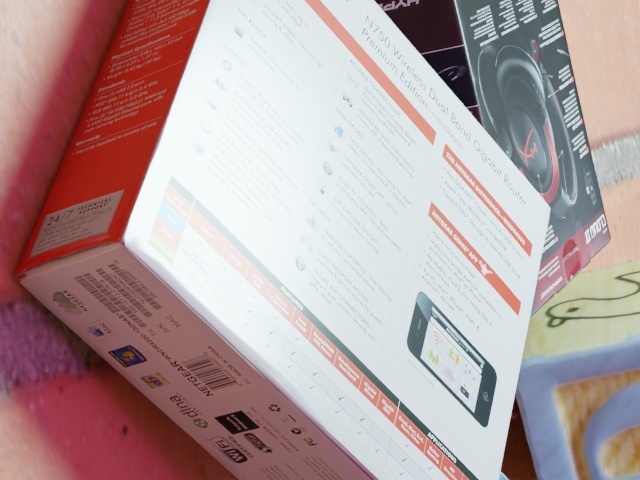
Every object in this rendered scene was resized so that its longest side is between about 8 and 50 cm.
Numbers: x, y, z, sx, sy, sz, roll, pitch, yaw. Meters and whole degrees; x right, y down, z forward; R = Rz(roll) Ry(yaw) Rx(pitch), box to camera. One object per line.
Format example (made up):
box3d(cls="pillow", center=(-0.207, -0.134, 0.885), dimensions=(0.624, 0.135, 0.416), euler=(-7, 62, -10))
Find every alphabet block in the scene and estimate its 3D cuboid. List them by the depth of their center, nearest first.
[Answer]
box3d(cls="alphabet block", center=(0.267, 0.134, 1.528), dimensions=(0.197, 0.192, 0.193), euler=(-69, 146, -72))

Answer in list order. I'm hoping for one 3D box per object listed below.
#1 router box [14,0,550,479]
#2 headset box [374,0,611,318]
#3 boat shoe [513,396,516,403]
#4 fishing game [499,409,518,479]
box3d(cls="router box", center=(0.000, 0.000, 1.139), dimensions=(0.335, 0.082, 0.301), euler=(46, 42, -31))
box3d(cls="headset box", center=(0.119, -0.072, 1.433), dimensions=(0.218, 0.110, 0.293), euler=(-35, 113, -60))
box3d(cls="boat shoe", center=(0.127, 0.135, 1.480), dimensions=(0.035, 0.035, 0.100), euler=(43, 43, -11))
box3d(cls="fishing game", center=(0.116, 0.251, 1.381), dimensions=(0.189, 0.041, 0.264), euler=(11, 80, -59))
